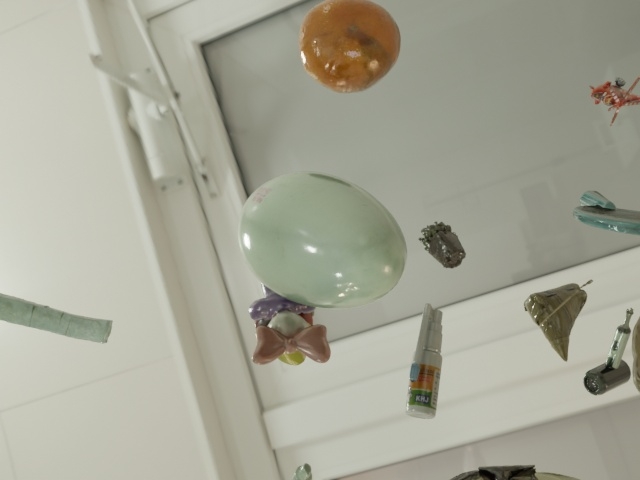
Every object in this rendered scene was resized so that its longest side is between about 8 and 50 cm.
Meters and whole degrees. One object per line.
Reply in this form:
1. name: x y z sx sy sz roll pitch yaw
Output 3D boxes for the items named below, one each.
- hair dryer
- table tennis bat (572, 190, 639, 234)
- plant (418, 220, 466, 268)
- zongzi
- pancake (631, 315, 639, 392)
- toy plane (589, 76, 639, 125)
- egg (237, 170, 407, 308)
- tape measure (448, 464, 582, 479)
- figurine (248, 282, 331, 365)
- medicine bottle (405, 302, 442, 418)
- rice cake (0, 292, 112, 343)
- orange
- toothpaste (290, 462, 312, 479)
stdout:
1. hair dryer: 0.612 0.226 1.636 0.057 0.100 0.197 32 123 44
2. table tennis bat: 0.393 -0.035 1.065 0.201 0.124 0.033 -86 2 -76
3. plant: 0.330 0.010 2.146 0.095 0.092 0.143 2 -143 -30
4. zongzi: 0.593 0.188 1.852 0.178 0.189 0.081 64 151 28
5. pancake: 0.630 0.154 1.281 0.049 0.294 0.294 40 -153 -24
6. toy plane: 0.700 -0.332 1.787 0.126 0.194 0.077 84 168 -47
7. egg: 0.000 0.000 1.348 0.371 0.230 0.230 17 141 52
8. tape measure: 0.178 0.330 0.856 0.231 0.271 0.132 -54 -46 -79
9. figurine: -0.070 0.109 1.593 0.420 0.154 0.193 -98 7 -45
10. medicine bottle: 0.210 0.241 1.588 0.092 0.061 0.220 47 -131 -55
11. rice cake: -0.462 0.120 1.276 0.042 0.245 0.045 -177 103 -81
12. orange: 0.065 -0.445 1.806 0.171 0.240 0.240 107 153 -63
13. toothpaste: -0.051 0.532 1.676 0.255 0.037 0.067 108 147 -51
